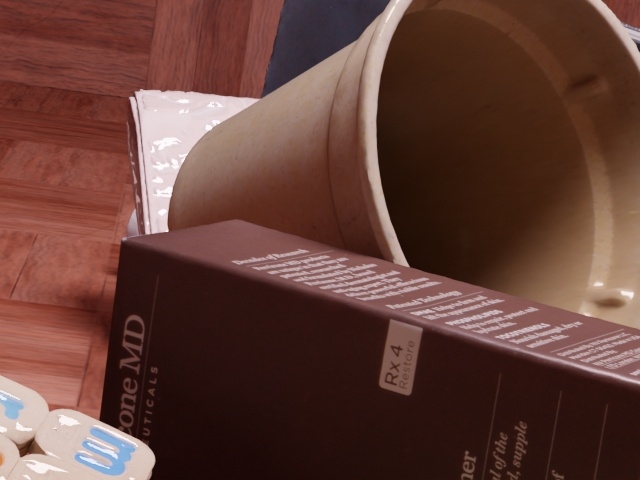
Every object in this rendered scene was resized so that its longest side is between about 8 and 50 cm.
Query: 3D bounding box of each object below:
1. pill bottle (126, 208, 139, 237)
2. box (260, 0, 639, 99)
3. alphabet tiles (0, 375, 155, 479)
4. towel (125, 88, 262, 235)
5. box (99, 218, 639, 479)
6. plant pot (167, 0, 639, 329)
[{"bbox_3d":[-0.103,0.009,1.943,0.184,0.103,0.103,17,13,39],"label":"pill bottle"},{"bbox_3d":[0.255,-0.088,2.108,0.480,0.297,0.471,9,8,-41],"label":"box"},{"bbox_3d":[-0.184,0.156,1.038,0.278,0.021,0.284,24,24,-1],"label":"alphabet tiles"},{"bbox_3d":[0.000,0.000,1.739,0.331,0.053,0.317,4,51,-17],"label":"towel"},{"bbox_3d":[0.049,0.121,1.210,0.381,0.191,0.143,14,13,33],"label":"box"},{"bbox_3d":[0.058,-0.023,1.501,0.334,0.334,0.305,-1,-10,-41],"label":"plant pot"}]
